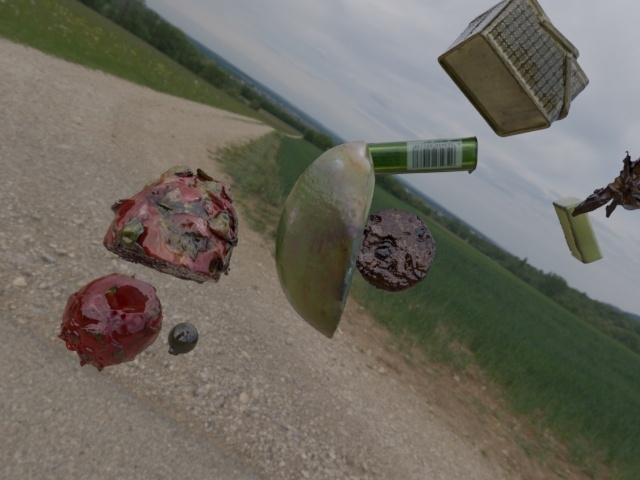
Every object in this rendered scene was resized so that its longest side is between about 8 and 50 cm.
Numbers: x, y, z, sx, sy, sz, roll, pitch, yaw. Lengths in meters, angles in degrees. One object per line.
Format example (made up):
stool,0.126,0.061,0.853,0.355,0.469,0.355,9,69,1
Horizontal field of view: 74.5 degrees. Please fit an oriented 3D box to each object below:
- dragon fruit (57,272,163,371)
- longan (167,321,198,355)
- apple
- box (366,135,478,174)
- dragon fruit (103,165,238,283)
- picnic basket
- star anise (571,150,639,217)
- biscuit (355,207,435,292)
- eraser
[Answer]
dragon fruit,-0.532,0.204,1.081,0.252,0.240,0.241,-4,35,-45
longan,-0.469,0.338,1.424,0.106,0.106,0.119,32,55,-2
apple,0.000,0.000,0.567,0.120,0.264,0.193,10,20,-7
box,0.234,-0.219,1.127,0.346,0.097,0.134,-2,8,9
dragon fruit,-0.341,-0.055,1.017,0.296,0.262,0.314,23,-16,-29
picnic basket,0.500,-0.442,1.091,0.313,0.175,0.228,45,-4,-14
star anise,0.657,-0.109,0.879,0.157,0.212,0.053,19,31,-10
biscuit,0.162,0.020,0.938,0.192,0.192,0.049,35,-5,14
eraser,0.710,-0.032,1.162,0.172,0.058,0.117,66,18,-7
